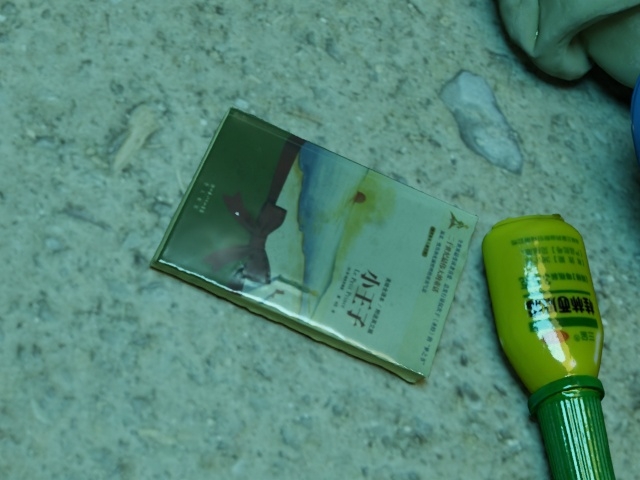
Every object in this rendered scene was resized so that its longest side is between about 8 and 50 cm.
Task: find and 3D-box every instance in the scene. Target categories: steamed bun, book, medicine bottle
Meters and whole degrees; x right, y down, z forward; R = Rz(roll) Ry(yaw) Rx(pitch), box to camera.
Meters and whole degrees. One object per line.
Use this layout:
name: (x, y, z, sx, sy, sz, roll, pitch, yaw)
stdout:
steamed bun: (0.361, -0.347, 1.158, 0.342, 0.255, 0.368, -10, 70, -20)
book: (0.000, 0.000, 1.039, 0.289, 0.026, 0.201, 23, 61, -1)
medicine bottle: (0.232, 0.123, 1.010, 0.111, 0.076, 0.309, -2, 67, -13)

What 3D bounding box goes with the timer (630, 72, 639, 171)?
timer: (0.482, -0.106, 1.071, 0.340, 0.115, 0.309, -24, 111, -13)
